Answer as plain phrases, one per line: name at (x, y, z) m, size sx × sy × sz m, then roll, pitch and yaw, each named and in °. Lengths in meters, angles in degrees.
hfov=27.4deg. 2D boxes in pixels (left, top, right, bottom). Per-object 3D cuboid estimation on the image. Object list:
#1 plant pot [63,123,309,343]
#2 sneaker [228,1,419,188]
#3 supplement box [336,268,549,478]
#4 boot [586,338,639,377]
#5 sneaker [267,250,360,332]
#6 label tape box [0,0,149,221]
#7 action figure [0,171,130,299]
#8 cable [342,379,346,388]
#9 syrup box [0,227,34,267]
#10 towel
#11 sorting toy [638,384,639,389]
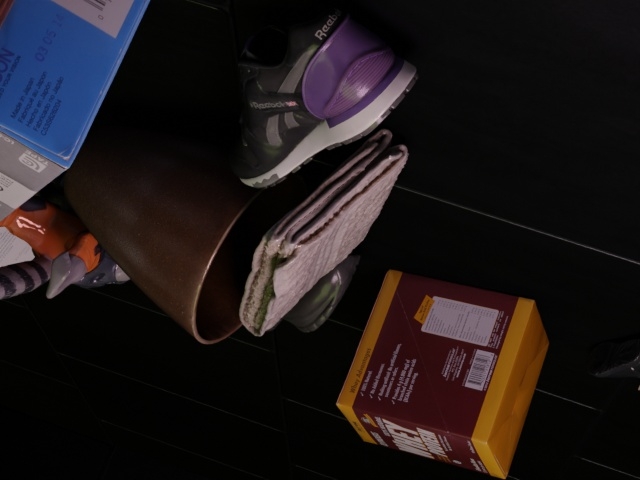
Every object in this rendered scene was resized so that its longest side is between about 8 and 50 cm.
plant pot at (-0.168, -0.034, 1.478) m, size 0.230 × 0.215 × 0.215 m, roll 30°, pitch 161°, yaw 18°
sneaker at (-0.028, -0.144, 1.228) m, size 0.124 × 0.107 × 0.283 m, roll 43°, pitch 149°, yaw -13°
supplement box at (0.154, 0.163, 1.618) m, size 0.194 × 0.191 × 0.129 m, roll 12°, pitch 156°, yaw 25°
boot at (0.393, 0.157, 1.587) m, size 0.099 × 0.045 × 0.121 m, roll 25°, pitch 158°, yaw -18°
sneaker at (-0.059, 0.046, 1.670) m, size 0.130 × 0.109 × 0.286 m, roll 37°, pitch 152°, yaw -21°
label tape box at (-0.275, -0.150, 1.211) m, size 0.106 × 0.241 × 0.333 m, roll 29°, pitch 157°, yaw -19°
action figure at (-0.356, -0.011, 1.663) m, size 0.341 × 0.179 × 0.330 m, roll 19°, pitch -175°, yaw 19°
cable at (0.112, 0.205, 1.983) m, size 0.139 × 0.072 × 0.287 m, roll 34°, pitch 149°, yaw 15°
syrup box at (-0.490, -0.051, 1.802) m, size 0.237 × 0.093 × 0.096 m, roll 37°, pitch -177°, yaw -35°
towel at (0.000, 0.000, 1.396) m, size 0.049 × 0.187 × 0.282 m, roll 45°, pitch 161°, yaw 9°
sorting toy at (0.434, 0.187, 1.656) m, size 0.062 × 0.012 × 0.083 m, roll 13°, pitch 154°, yaw 9°
